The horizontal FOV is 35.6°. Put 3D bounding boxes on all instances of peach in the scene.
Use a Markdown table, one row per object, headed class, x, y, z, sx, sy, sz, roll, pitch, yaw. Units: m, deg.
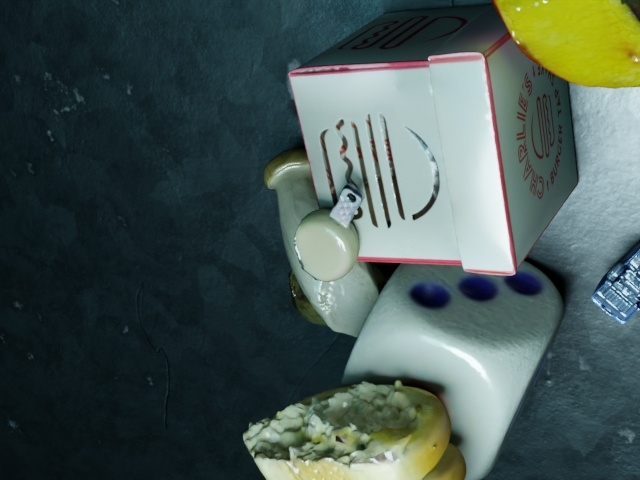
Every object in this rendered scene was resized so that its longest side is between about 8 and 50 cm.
| class | x | y | z | sx | sy | sz | roll | pitch | yaw |
| --- | --- | --- | --- | --- | --- | --- | --- | --- | --- |
| peach | 0.350 | -0.372 | 1.249 | 0.242 | 0.306 | 0.380 | -6 | 91 | 46 |

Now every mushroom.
| class | x | y | z | sx | sy | sz | roll | pitch | yaw |
| --- | --- | --- | --- | --- | --- | --- | --- | --- | --- |
| mushroom | 0.000 | 0.000 | 1.686 | 0.128 | 0.128 | 0.350 | -37 | 64 | 38 |

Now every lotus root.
| class | x | y | z | sx | sy | sz | roll | pitch | yaw |
| --- | --- | --- | --- | --- | --- | --- | --- | --- | --- |
| lotus root | 0.040 | 0.087 | 1.784 | 0.214 | 0.138 | 0.138 | 4 | 117 | 24 |

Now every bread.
| class | x | y | z | sx | sy | sz | roll | pitch | yaw |
| --- | --- | --- | --- | --- | --- | --- | --- | --- | --- |
| bread | 0.077 | 0.334 | 1.467 | 0.315 | 0.211 | 0.270 | -9 | 120 | 41 |

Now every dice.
| class | x | y | z | sx | sy | sz | roll | pitch | yaw |
| --- | --- | --- | --- | --- | --- | --- | --- | --- | --- |
| dice | 0.213 | 0.196 | 1.628 | 0.277 | 0.304 | 0.304 | 22 | 125 | 16 |

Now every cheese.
| class | x | y | z | sx | sy | sz | roll | pitch | yaw |
| --- | --- | --- | --- | --- | --- | --- | --- | --- | --- |
| cheese | 0.014 | -0.015 | 1.406 | 0.092 | 0.047 | 0.171 | 20 | 130 | 20 |

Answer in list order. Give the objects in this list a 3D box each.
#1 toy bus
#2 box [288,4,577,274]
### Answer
| class | x | y | z | sx | sy | sz | roll | pitch | yaw |
| --- | --- | --- | --- | --- | --- | --- | --- | --- | --- |
| toy bus | 0.513 | 0.022 | 1.496 | 0.079 | 0.094 | 0.236 | 44 | 127 | 10 |
| box | 0.177 | -0.160 | 1.450 | 0.300 | 0.312 | 0.314 | 2 | 117 | 32 |
